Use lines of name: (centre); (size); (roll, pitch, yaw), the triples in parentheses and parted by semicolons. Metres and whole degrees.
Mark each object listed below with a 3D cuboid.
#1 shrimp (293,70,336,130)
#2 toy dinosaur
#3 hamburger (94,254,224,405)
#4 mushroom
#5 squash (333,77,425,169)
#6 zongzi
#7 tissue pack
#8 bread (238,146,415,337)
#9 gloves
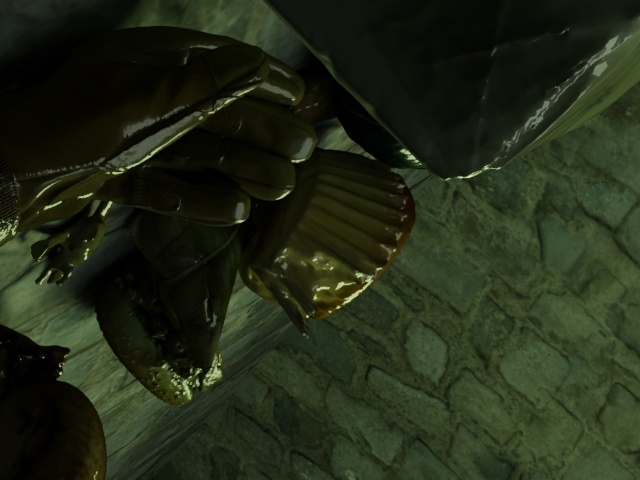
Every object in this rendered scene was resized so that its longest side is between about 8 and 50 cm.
shrimp: (-0.013, -0.156, 1.139); (0.173, 0.058, 0.253); (-41, 173, 33)
toy dinosaur: (-0.232, -0.013, 0.907); (0.162, 0.039, 0.126); (-47, -179, -8)
hamburger: (-0.207, 0.122, 1.157); (0.122, 0.189, 0.215); (-31, 170, -13)
mushroom: (-0.336, 0.229, 0.930); (0.195, 0.263, 0.283); (5, 102, -44)
squash: (0.123, -0.203, 1.037); (0.252, 0.165, 0.252); (-40, 148, -32)
zongzi: (-0.120, 0.034, 1.087); (0.094, 0.205, 0.205); (-18, -175, 24)
tissue pack: (0.129, -0.218, 0.697); (0.207, 0.297, 0.380); (-46, 172, 27)
bread: (0.006, -0.011, 1.214); (0.236, 0.183, 0.388); (-62, -170, 3)
gloves: (-0.151, -0.073, 0.654); (0.331, 0.141, 0.154); (-26, 137, -33)
